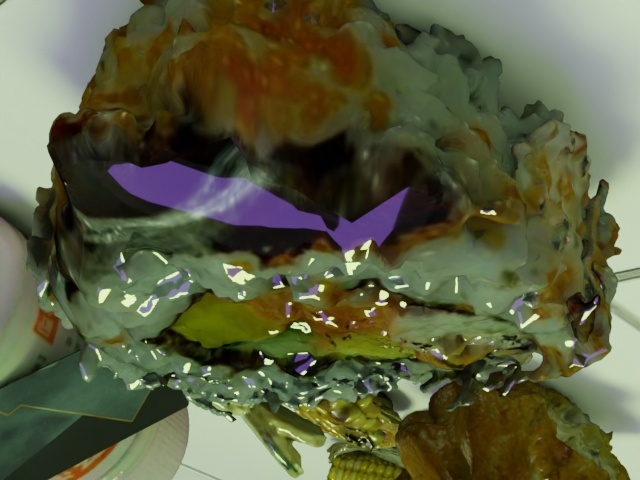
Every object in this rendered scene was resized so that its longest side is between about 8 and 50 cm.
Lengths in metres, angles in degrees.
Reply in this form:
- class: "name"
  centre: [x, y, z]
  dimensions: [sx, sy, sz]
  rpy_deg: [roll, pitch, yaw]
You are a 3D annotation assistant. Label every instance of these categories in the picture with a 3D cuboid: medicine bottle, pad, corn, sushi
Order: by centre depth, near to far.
- class: "sushi"
  centre: [0.000, 0.002, 0.770]
  dimensions: [0.417, 0.176, 0.417]
  rpy_deg: [4, 152, 2]
- class: "pad"
  centre: [-0.232, 0.161, 1.046]
  dimensions: [0.004, 0.243, 0.163]
  rpy_deg: [47, 151, 35]
- class: "medicine bottle"
  centre: [-0.301, 0.144, 1.153]
  dimensions: [0.219, 0.219, 0.388]
  rpy_deg: [2, 151, 22]
- class: "corn"
  centre: [0.139, 0.323, 1.436]
  dimensions: [0.305, 0.122, 0.123]
  rpy_deg: [5, -179, 23]

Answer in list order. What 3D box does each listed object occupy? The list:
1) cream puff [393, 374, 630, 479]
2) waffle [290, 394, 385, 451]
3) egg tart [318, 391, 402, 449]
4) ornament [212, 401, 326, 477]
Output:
- class: "cream puff"
  centre: [0.199, 0.247, 1.153]
  dimensions: [0.269, 0.155, 0.241]
  rpy_deg: [12, 130, -7]
- class: "waffle"
  centre: [-0.045, 0.126, 1.117]
  dimensions: [0.231, 0.051, 0.228]
  rpy_deg: [23, 166, 29]
- class: "egg tart"
  centre: [0.041, 0.200, 1.289]
  dimensions: [0.130, 0.052, 0.130]
  rpy_deg: [11, 156, 5]
- class: "ornament"
  centre: [-0.096, 0.171, 1.246]
  dimensions: [0.201, 0.059, 0.180]
  rpy_deg: [38, 179, -16]
